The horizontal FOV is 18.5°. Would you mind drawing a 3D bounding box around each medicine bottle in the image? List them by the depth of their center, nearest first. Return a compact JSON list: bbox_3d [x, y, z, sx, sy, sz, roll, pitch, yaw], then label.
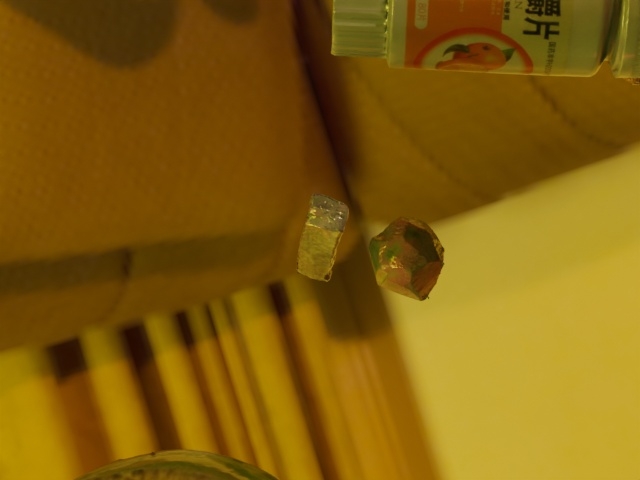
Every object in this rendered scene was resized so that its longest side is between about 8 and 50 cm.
[{"bbox_3d":[0.168,-0.233,1.829,0.318,0.158,0.158,3,175,2],"label":"medicine bottle"}]

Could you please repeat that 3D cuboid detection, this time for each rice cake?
[{"bbox_3d":[0.000,0.000,2.006,0.043,0.034,0.211,20,164,1],"label":"rice cake"}]

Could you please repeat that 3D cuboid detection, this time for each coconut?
[{"bbox_3d":[0.088,0.016,2.020,0.082,0.081,0.083,-63,-178,28],"label":"coconut"}]

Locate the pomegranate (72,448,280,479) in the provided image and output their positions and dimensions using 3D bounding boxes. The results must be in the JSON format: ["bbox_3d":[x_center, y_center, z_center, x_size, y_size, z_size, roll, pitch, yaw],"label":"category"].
[{"bbox_3d":[-0.052,0.294,1.216,0.359,0.309,0.216,1,157,14],"label":"pomegranate"}]

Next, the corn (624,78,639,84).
[{"bbox_3d":[0.396,-0.242,2.480,0.037,0.092,0.037,-1,180,0],"label":"corn"}]
